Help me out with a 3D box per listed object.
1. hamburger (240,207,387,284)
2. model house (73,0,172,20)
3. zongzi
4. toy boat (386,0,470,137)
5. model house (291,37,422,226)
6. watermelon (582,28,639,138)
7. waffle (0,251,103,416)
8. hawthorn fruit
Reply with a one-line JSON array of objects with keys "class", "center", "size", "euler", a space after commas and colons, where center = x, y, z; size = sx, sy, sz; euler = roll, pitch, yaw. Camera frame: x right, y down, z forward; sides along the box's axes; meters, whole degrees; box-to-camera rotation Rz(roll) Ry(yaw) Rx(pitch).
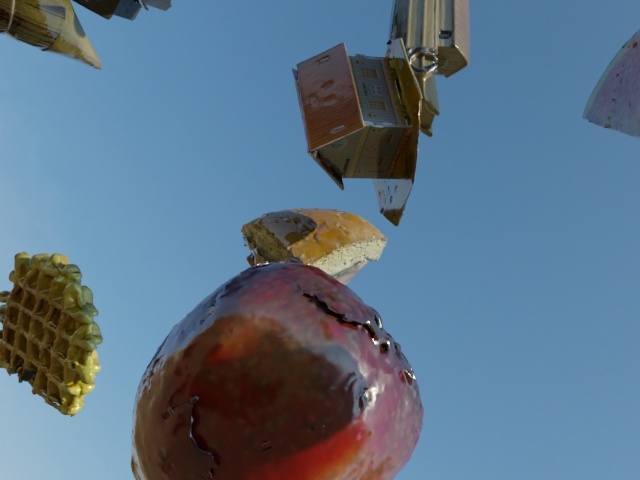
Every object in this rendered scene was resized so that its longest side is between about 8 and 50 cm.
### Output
[{"class": "hamburger", "center": [0.000, 0.000, 0.955], "size": [0.155, 0.208, 0.135], "euler": [54, -29, 22]}, {"class": "model house", "center": [-0.386, -0.519, 1.146], "size": [0.204, 0.243, 0.211], "euler": [41, -71, 9]}, {"class": "zongzi", "center": [-0.441, -0.442, 1.024], "size": [0.273, 0.300, 0.145], "euler": [-52, -133, 23]}, {"class": "toy boat", "center": [0.215, -0.404, 1.260], "size": [0.162, 0.445, 0.136], "euler": [10, -28, -1]}, {"class": "model house", "center": [0.034, -0.136, 0.822], "size": [0.136, 0.219, 0.207], "euler": [1, -33, -13]}, {"class": "watermelon", "center": [0.655, -0.242, 1.114], "size": [0.251, 0.292, 0.283], "euler": [4, -45, -1]}, {"class": "waffle", "center": [-0.468, 0.161, 1.077], "size": [0.283, 0.065, 0.309], "euler": [-36, -114, 28]}, {"class": "hawthorn fruit", "center": [-0.045, 0.128, 0.427], "size": [0.181, 0.235, 0.181], "euler": [46, 4, -4]}]
